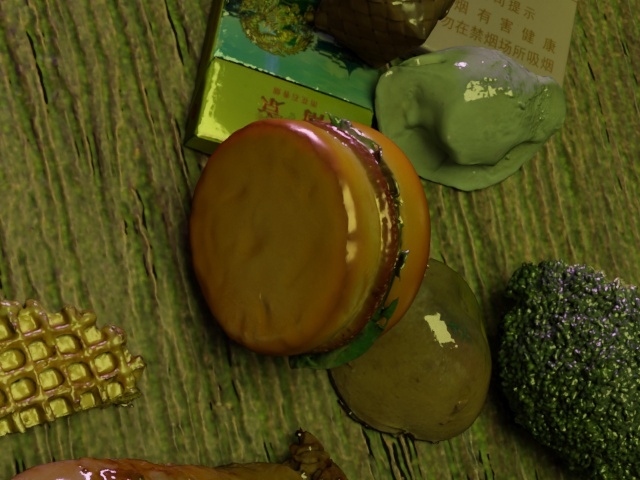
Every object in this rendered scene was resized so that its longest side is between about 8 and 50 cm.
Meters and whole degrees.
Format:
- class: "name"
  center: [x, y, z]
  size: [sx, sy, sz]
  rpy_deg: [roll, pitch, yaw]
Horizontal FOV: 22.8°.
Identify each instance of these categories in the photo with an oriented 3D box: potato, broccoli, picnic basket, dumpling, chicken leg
- class: "potato"
  center: [0.108, 0.102, 1.591]
  size: [0.182, 0.117, 0.202]
  rpy_deg: [-20, 85, -31]
- class: "broccoli"
  center: [0.278, 0.131, 1.637]
  size: [0.198, 0.226, 0.176]
  rpy_deg: [-43, 141, 8]
- class: "picnic basket"
  center: [0.086, -0.278, 1.612]
  size: [0.128, 0.138, 0.178]
  rpy_deg: [41, 65, -15]
- class: "dumpling"
  center: [0.160, -0.127, 1.657]
  size: [0.219, 0.108, 0.152]
  rpy_deg: [3, 92, -15]
- class: "chicken leg"
  center: [-0.123, 0.305, 1.423]
  size: [0.409, 0.182, 0.295]
  rpy_deg: [-19, 94, -44]

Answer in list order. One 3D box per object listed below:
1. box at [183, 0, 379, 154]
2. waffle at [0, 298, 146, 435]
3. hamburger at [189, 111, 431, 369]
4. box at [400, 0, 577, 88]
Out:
- class: "box"
  center: [-0.022, -0.228, 1.652]
  size: [0.187, 0.047, 0.335]
  rpy_deg: [17, 70, -22]
- class: "waffle"
  center: [-0.255, 0.132, 1.446]
  size: [0.192, 0.046, 0.160]
  rpy_deg: [20, 67, -20]
- class: "hamburger"
  center: [0.000, -0.002, 1.506]
  size: [0.170, 0.246, 0.246]
  rpy_deg: [-3, 78, -44]
- class: "box"
  center: [0.205, -0.341, 1.787]
  size: [0.205, 0.051, 0.365]
  rpy_deg: [20, 69, -19]
